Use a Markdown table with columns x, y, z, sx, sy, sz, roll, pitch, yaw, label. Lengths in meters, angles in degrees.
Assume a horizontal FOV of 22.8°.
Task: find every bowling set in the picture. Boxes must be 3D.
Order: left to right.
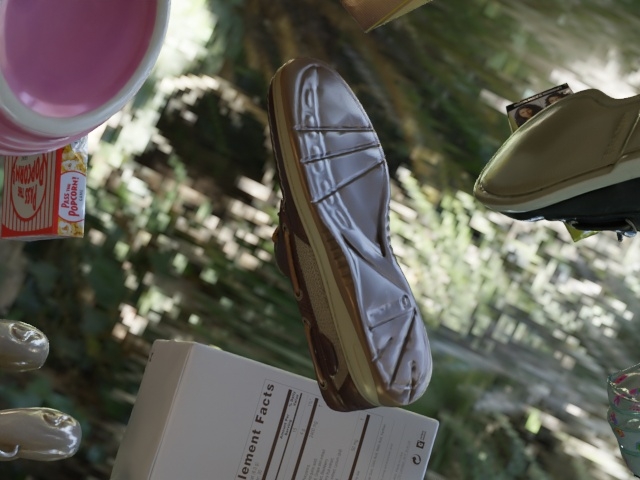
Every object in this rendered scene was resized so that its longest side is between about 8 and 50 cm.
| x | y | z | sx | sy | sz | roll | pitch | yaw | label |
| --- | --- | --- | --- | --- | --- | --- | --- | --- | --- |
| -0.334 | 0.227 | 1.538 | 0.200 | 0.154 | 0.287 | -54 | -131 | 25 | bowling set |

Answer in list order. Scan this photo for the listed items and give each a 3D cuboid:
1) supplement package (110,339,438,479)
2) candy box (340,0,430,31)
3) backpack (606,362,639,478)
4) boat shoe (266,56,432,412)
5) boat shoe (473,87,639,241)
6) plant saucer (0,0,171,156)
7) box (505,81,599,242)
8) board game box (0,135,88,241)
| x | y | z | sx | sy | sz | roll | pitch | yaw | label |
| --- | --- | --- | --- | --- | --- | --- | --- | --- | --- |
| -0.054 | 0.232 | 1.730 | 0.177 | 0.293 | 0.175 | 173 | -65 | -72 | supplement package |
| 0.124 | -0.363 | 1.661 | 0.316 | 0.183 | 0.087 | -22 | -150 | 36 | candy box |
| 0.371 | 0.163 | 1.560 | 0.182 | 0.115 | 0.152 | -22 | -171 | -8 | backpack |
| 0.000 | 0.000 | 1.518 | 0.123 | 0.342 | 0.123 | -18 | 180 | 43 | boat shoe |
| 0.244 | -0.052 | 1.226 | 0.127 | 0.113 | 0.340 | -58 | -162 | -24 | boat shoe |
| -0.272 | -0.238 | 1.640 | 0.332 | 0.084 | 0.332 | -28 | 131 | -38 | plant saucer |
| 0.287 | -0.093 | 1.827 | 0.232 | 0.087 | 0.058 | -107 | 176 | -55 | box |
| -0.343 | -0.098 | 1.984 | 0.147 | 0.045 | 0.193 | -4 | -98 | 53 | board game box |
